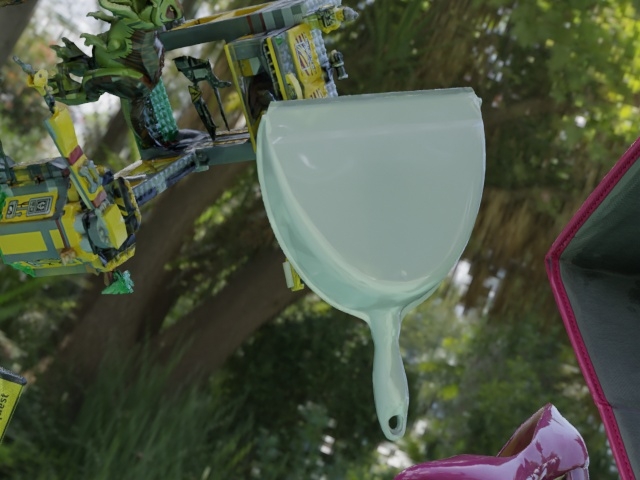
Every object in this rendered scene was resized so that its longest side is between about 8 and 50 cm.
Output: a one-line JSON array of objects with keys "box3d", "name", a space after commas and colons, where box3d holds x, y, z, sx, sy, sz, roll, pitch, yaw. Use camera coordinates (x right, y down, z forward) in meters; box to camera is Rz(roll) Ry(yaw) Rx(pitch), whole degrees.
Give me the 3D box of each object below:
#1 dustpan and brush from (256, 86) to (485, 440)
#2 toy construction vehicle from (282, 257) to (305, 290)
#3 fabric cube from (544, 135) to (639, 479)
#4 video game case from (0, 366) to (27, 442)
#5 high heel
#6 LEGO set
[{"box3d": [0.039, 0.019, 0.709, 0.147, 0.211, 0.060, -6, -6, -17], "name": "dustpan and brush"}, {"box3d": [0.000, 0.000, 0.916, 0.035, 0.086, 0.098, -10, -8, -27], "name": "toy construction vehicle"}, {"box3d": [0.336, 0.046, 0.682, 0.258, 0.259, 0.254, 10, -45, -24], "name": "fabric cube"}, {"box3d": [-0.397, 0.213, 1.069, 0.035, 0.248, 0.275, 28, -12, -41], "name": "video game case"}, {"box3d": [0.192, 0.256, 1.344, 0.127, 0.181, 0.377, -34, -36, 27], "name": "high heel"}, {"box3d": [-0.094, -0.144, 0.685, 0.192, 0.255, 0.331, -5, -78, 31], "name": "LEGO set"}]
